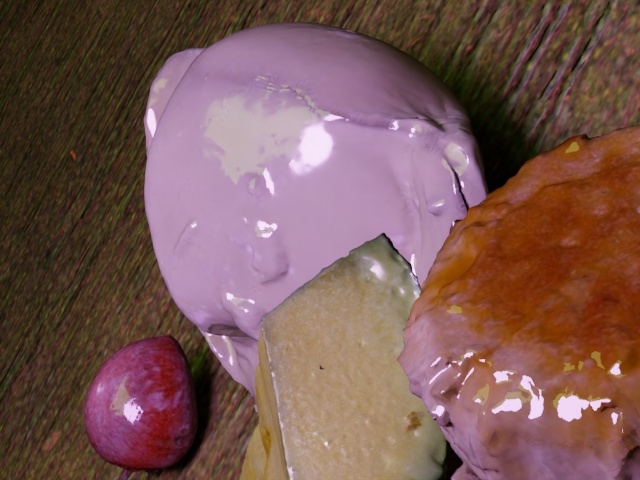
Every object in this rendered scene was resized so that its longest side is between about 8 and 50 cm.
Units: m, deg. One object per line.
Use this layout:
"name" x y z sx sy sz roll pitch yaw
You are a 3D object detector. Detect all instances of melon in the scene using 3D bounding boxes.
"melon" 0.001 0.153 1.179 0.323 0.124 0.196 111 160 -59

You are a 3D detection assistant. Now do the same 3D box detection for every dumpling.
"dumpling" 0.000 0.000 1.331 0.395 0.233 0.316 15 112 48

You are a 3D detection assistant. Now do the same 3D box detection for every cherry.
"cherry" -0.160 0.186 1.511 0.107 0.090 0.226 10 85 45

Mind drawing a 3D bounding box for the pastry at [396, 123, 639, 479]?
"pastry" 0.172 0.044 0.970 0.257 0.121 0.236 -19 37 7

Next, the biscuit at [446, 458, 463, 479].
"biscuit" 0.155 0.138 1.061 0.295 0.044 0.186 6 74 61
